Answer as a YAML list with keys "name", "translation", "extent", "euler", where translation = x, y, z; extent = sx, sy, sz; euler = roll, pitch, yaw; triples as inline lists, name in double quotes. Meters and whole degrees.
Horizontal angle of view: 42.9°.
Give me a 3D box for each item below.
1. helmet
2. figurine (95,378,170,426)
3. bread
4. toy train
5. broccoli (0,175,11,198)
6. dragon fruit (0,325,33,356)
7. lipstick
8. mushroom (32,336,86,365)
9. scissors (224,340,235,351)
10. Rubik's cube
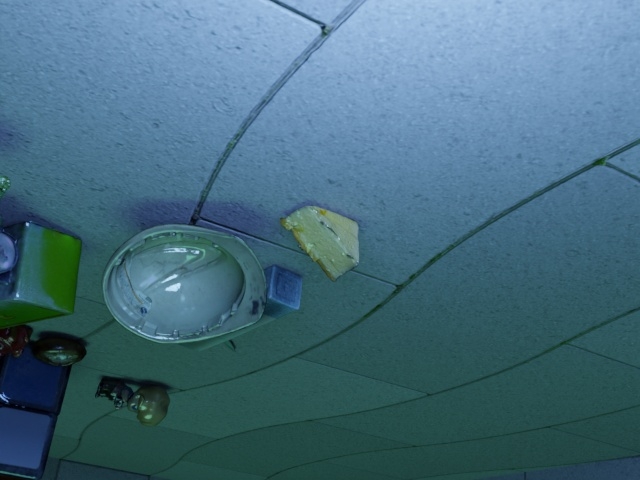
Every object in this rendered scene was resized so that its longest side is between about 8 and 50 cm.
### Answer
- name: "helmet"
  translation: [-0.204, 0.047, 1.296]
  extent: [0.257, 0.137, 0.204]
  euler: [-6, 114, 7]
- name: "figurine"
  translation: [-0.503, 0.427, 2.186]
  extent: [0.196, 0.108, 0.114]
  euler: [19, 127, -12]
- name: "bread"
  translation: [0.000, 0.000, 1.213]
  extent: [0.109, 0.080, 0.084]
  euler: [19, 149, -30]
- name: "toy train"
  translation: [-0.571, 0.052, 1.361]
  extent: [0.307, 0.174, 0.249]
  euler: [-13, 158, 33]
- name: "broccoli"
  translation: [-0.496, -0.103, 1.048]
  extent: [0.195, 0.156, 0.195]
  euler: [28, -173, -4]
- name: "dragon fruit"
  translation: [-0.715, 0.224, 1.848]
  extent: [0.112, 0.068, 0.126]
  euler: [18, 150, -22]
- name: "lipstick"
  translation: [-0.160, 0.133, 1.516]
  extent: [0.068, 0.066, 0.317]
  euler: [26, 145, -32]
- name: "mushroom"
  translation: [-0.610, 0.257, 1.908]
  extent: [0.123, 0.052, 0.123]
  euler: [-1, 155, 0]
- name: "scissors"
  translation: [-0.219, 0.197, 1.742]
  extent: [0.144, 0.017, 0.248]
  euler: [9, 155, -4]
- name: "Rubik's cube"
  translation: [-0.820, 0.415, 1.982]
  extent: [0.313, 0.316, 0.318]
  euler: [19, 150, -24]
